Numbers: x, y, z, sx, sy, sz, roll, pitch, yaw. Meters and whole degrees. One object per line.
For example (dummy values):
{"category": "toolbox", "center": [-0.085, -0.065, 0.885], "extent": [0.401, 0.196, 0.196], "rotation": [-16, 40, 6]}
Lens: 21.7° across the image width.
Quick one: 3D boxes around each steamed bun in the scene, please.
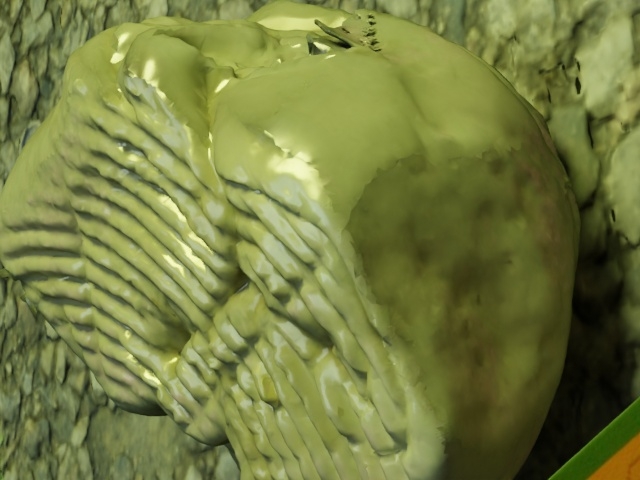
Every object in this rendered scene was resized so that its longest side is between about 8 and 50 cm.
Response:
{"category": "steamed bun", "center": [0.000, 0.000, 0.832], "extent": [0.320, 0.206, 0.275], "rotation": [42, 140, 21]}

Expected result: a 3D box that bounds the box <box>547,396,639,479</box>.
{"category": "box", "center": [0.194, 0.137, 0.559], "extent": [0.148, 0.195, 0.177], "rotation": [-50, 50, 38]}
